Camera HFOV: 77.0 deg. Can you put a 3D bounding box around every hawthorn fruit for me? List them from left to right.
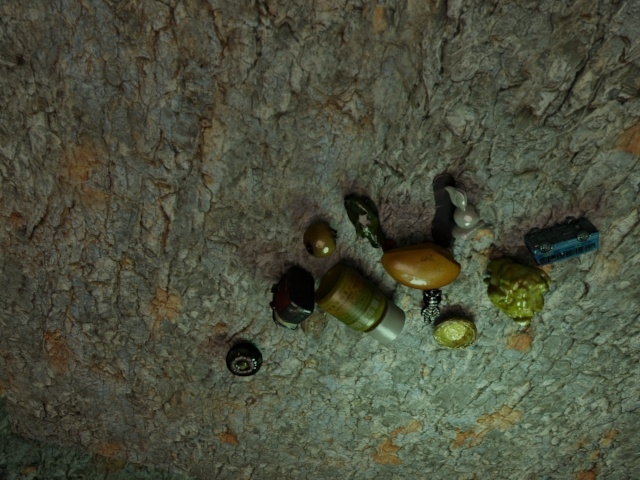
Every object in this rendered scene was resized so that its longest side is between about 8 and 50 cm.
[{"bbox_3d":[0.290,0.036,1.720,0.066,0.103,0.067,11,113,26],"label":"hawthorn fruit"}]

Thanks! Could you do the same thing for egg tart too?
[{"bbox_3d":[0.646,0.438,1.937,0.212,0.090,0.213,3,119,5],"label":"egg tart"}]

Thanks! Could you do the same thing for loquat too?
[{"bbox_3d":[0.000,0.000,1.711,0.163,0.137,0.163,3,103,11],"label":"loquat"}]

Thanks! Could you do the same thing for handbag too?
[{"bbox_3d":[-0.132,0.262,1.816,0.181,0.255,0.181,28,124,-24],"label":"handbag"}]

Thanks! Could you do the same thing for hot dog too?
[{"bbox_3d":[-0.028,0.378,1.984,0.144,0.075,0.268,15,125,2],"label":"hot dog"}]

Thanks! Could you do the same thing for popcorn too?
[{"bbox_3d":[0.821,0.215,1.699,0.234,0.242,0.250,-5,110,-9],"label":"popcorn"}]

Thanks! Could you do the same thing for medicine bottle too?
[{"bbox_3d":[0.183,0.292,1.820,0.384,0.224,0.224,35,119,-16],"label":"medicine bottle"}]

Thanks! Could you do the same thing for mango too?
[{"bbox_3d":[0.417,0.101,1.678,0.349,0.199,0.201,3,158,-16],"label":"mango"}]

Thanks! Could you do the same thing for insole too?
[{"bbox_3d":[0.513,-0.113,1.660,0.118,0.009,0.349,-8,121,9],"label":"insole"}]

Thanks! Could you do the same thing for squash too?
[{"bbox_3d":[-0.406,0.638,2.140,0.193,0.156,0.193,-10,122,-17],"label":"squash"}]

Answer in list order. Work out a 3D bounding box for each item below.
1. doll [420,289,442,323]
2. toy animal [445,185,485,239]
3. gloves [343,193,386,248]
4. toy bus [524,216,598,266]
[{"bbox_3d":[0.518,0.303,1.882,0.090,0.067,0.220,-2,127,4],"label":"doll"},{"bbox_3d":[0.573,-0.124,1.583,0.130,0.104,0.221,-13,120,5],"label":"toy animal"},{"bbox_3d":[0.189,-0.081,1.664,0.135,0.107,0.268,-41,110,-7],"label":"gloves"},{"bbox_3d":[0.969,0.008,1.623,0.246,0.114,0.134,-20,123,16],"label":"toy bus"}]
